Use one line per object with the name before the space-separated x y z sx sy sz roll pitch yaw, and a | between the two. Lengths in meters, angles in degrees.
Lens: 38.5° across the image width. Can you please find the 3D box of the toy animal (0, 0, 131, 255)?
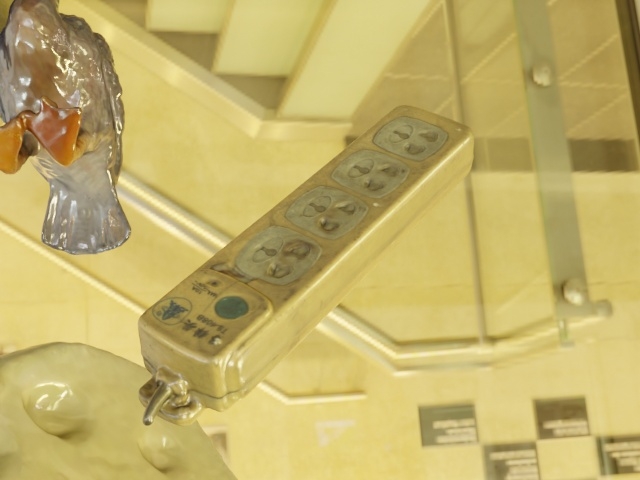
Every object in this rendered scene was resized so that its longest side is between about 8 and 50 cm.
toy animal | -0.247 -0.124 0.849 0.122 0.185 0.298 -12 130 2

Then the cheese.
cheese | -0.188 0.235 0.745 0.318 0.326 0.115 34 115 -33

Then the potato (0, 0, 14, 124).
potato | -0.383 -0.217 0.961 0.174 0.251 0.159 -19 161 29

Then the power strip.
power strip | 0.000 0.000 0.533 0.064 0.305 0.044 25 137 27
